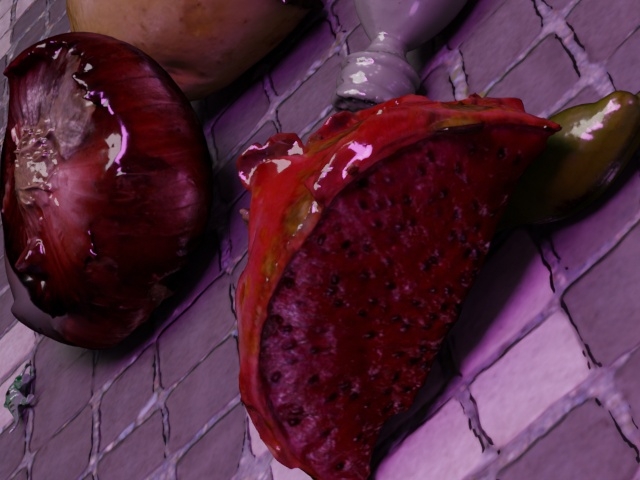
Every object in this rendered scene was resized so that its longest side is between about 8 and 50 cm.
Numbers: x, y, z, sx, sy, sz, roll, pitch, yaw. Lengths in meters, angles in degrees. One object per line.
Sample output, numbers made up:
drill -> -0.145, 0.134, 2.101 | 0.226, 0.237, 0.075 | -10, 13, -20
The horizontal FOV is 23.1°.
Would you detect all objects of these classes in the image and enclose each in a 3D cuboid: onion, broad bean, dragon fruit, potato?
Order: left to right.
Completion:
onion -> -0.173, -0.042, 1.347 | 0.272, 0.195, 0.272 | 9, 100, 57
potato -> -0.133, -0.242, 1.468 | 0.242, 0.242, 0.285 | -43, 47, 18
dragon fruit -> 0.000, 0.000, 0.969 | 0.262, 0.134, 0.211 | -65, 24, 9
broad bean -> 0.128, -0.034, 0.961 | 0.213, 0.048, 0.070 | -42, 40, 32

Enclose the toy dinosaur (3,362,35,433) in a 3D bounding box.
toy dinosaur -> -0.280, 0.145, 1.425 | 0.062, 0.021, 0.083 | -31, 29, 49

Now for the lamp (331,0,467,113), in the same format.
lamp -> 0.061, -0.177, 1.203 | 0.106, 0.106, 0.193 | -8, 60, 55
